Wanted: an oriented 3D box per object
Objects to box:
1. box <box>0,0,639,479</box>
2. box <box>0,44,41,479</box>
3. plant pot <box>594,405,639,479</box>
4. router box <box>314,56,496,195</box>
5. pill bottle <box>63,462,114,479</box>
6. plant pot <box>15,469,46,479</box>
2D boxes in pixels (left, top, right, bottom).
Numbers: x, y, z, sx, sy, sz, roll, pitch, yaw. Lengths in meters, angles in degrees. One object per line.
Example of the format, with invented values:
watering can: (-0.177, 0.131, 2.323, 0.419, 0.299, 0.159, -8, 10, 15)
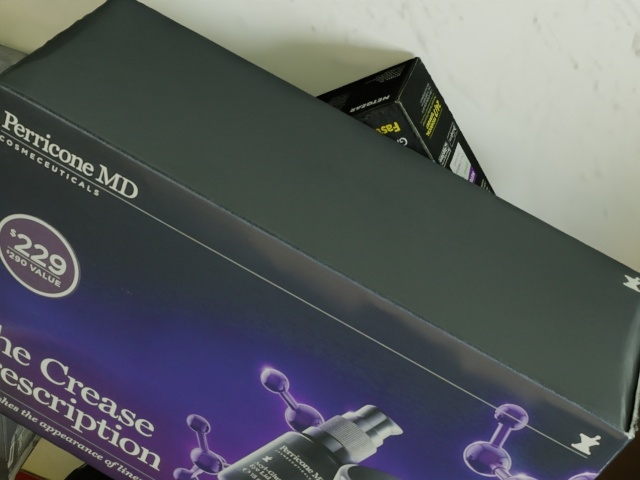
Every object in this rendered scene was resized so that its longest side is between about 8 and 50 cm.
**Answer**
box: (-0.019, 0.042, 0.441, 0.261, 0.103, 0.184, 29, 127, 4)
box: (-0.282, -0.002, 0.601, 0.243, 0.076, 0.307, 20, 134, 5)
plant pot: (0.190, 0.218, 0.504, 0.229, 0.263, 0.263, 23, 137, -24)
router box: (0.000, 0.000, 0.503, 0.179, 0.046, 0.133, -17, 120, 33)
pill bottle: (-0.162, 0.259, 0.747, 0.123, 0.122, 0.219, 29, 134, -3)
plant pot: (-0.388, 0.315, 0.814, 0.267, 0.235, 0.267, 20, 134, 6)
